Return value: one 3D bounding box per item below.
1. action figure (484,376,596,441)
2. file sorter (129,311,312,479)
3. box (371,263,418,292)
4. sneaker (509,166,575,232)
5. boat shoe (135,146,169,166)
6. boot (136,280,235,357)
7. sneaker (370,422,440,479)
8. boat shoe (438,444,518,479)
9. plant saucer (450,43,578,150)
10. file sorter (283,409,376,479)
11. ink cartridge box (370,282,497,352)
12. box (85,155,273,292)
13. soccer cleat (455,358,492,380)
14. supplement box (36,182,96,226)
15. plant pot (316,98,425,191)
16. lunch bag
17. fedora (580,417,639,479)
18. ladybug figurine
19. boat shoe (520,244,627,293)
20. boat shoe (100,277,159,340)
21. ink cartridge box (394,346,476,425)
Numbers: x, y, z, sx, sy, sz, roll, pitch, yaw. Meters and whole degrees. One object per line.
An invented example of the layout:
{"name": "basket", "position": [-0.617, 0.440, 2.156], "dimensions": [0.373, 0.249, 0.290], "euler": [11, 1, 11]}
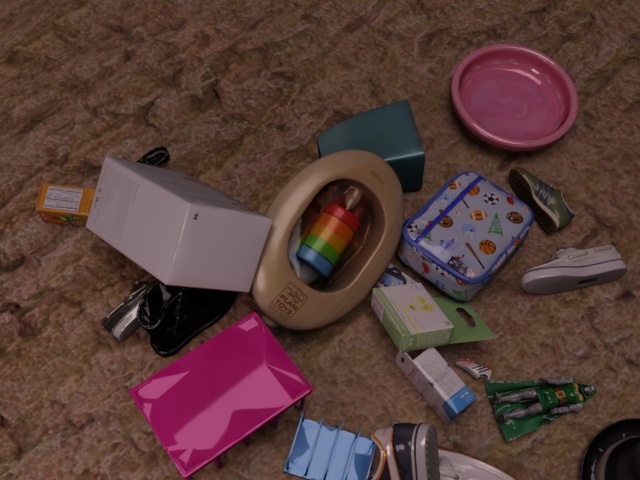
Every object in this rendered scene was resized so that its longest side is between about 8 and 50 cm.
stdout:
{"name": "action figure", "position": [0.489, 0.343, 1.669], "dimensions": [0.232, 0.063, 0.137], "euler": [-9, 63, -11]}
{"name": "file sorter", "position": [-0.195, 0.329, 1.558], "dimensions": [0.291, 0.182, 0.202], "euler": [-32, 68, -19]}
{"name": "box", "position": [0.170, 0.108, 1.784], "dimensions": [0.136, 0.028, 0.081], "euler": [35, 65, 15]}
{"name": "sneaker", "position": [0.552, -0.109, 1.907], "dimensions": [0.086, 0.064, 0.192], "euler": [-21, 66, -22]}
{"name": "boat shoe", "position": [-0.430, -0.186, 1.888], "dimensions": [0.133, 0.042, 0.049], "euler": [-34, 72, -18]}
{"name": "boot", "position": [-0.278, 0.127, 1.643], "dimensions": [0.094, 0.207, 0.246], "euler": [39, 66, 15]}
{"name": "sneaker", "position": [0.167, 0.506, 1.497], "dimensions": [0.128, 0.126, 0.321], "euler": [-2, 95, 23]}
{"name": "boat shoe", "position": [0.256, 0.472, 1.567], "dimensions": [0.277, 0.098, 0.096], "euler": [14, 74, 19]}
{"name": "plant saucer", "position": [0.499, -0.363, 2.019], "dimensions": [0.332, 0.084, 0.332], "euler": [2, 62, -4]}
{"name": "file sorter", "position": [0.025, 0.429, 1.565], "dimensions": [0.170, 0.104, 0.118], "euler": [17, 63, 4]}
{"name": "ink cartridge box", "position": [0.248, 0.159, 1.684], "dimensions": [0.235, 0.056, 0.171], "euler": [-7, 34, -18]}
{"name": "box", "position": [-0.303, -0.037, 1.621], "dimensions": [0.345, 0.215, 0.168], "euler": [27, 102, 44]}
{"name": "soccer cleat", "position": [0.338, 0.287, 1.704], "dimensions": [0.083, 0.029, 0.035], "euler": [15, 59, -1]}
{"name": "supplement box", "position": [-0.534, -0.075, 1.802], "dimensions": [0.234, 0.078, 0.080], "euler": [8, 65, 1]}
{"name": "plant pot", "position": [0.116, -0.209, 1.872], "dimensions": [0.234, 0.165, 0.165], "euler": [-12, 64, -3]}
{"name": "lunch bag", "position": [0.330, -0.017, 1.800], "dimensions": [0.243, 0.115, 0.303], "euler": [38, 59, 19]}
{"name": "fedora", "position": [0.700, 0.505, 1.546], "dimensions": [0.334, 0.152, 0.334], "euler": [2, 63, -4]}
{"name": "ladybug figurine", "position": [0.000, 0.000, 1.716], "dimensions": [0.305, 0.162, 0.449], "euler": [43, 75, -18]}
{"name": "boat shoe", "position": [0.584, 0.059, 1.802], "dimensions": [0.268, 0.096, 0.088], "euler": [-10, 60, -10]}
{"name": "boat shoe", "position": [-0.391, 0.121, 1.710], "dimensions": [0.070, 0.077, 0.219], "euler": [39, 68, 14]}
{"name": "ink cartridge box", "position": [0.243, 0.296, 1.648], "dimensions": [0.060, 0.104, 0.180], "euler": [-33, 70, -18]}
